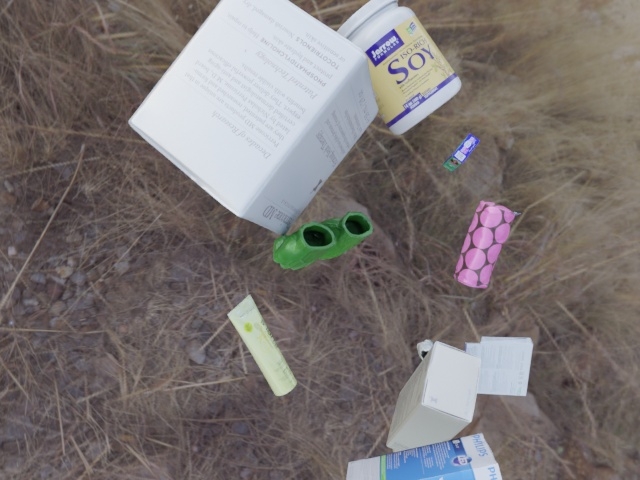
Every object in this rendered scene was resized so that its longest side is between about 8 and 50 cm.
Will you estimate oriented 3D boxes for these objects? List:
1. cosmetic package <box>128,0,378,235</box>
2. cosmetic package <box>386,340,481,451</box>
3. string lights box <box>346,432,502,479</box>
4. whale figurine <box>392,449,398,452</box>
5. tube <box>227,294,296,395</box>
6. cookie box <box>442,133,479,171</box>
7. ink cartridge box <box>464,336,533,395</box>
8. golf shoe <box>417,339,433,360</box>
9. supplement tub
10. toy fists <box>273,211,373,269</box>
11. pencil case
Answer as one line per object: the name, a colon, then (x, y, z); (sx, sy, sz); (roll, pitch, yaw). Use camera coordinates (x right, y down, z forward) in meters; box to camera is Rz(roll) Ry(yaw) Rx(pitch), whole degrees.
cosmetic package: (-0.124, -0.274, 1.180); (0.327, 0.329, 0.394); (38, 92, 12)
cosmetic package: (0.258, 0.386, 1.242); (0.113, 0.310, 0.160); (21, 54, 4)
string lights box: (0.178, 0.423, 0.929); (0.259, 0.133, 0.077); (-15, 89, 7)
whale figurine: (0.322, 0.675, 1.584); (0.141, 0.272, 0.216); (26, 94, -24)
tube: (-0.135, 0.252, 1.248); (0.062, 0.070, 0.240); (-28, 100, -6)
cookie box: (0.423, -0.263, 1.602); (0.040, 0.107, 0.092); (39, 82, 2)
ink cartridge box: (0.603, 0.433, 1.827); (0.223, 0.045, 0.224); (1, 114, 6)
golf shoe: (0.356, 0.393, 1.631); (0.176, 0.069, 0.086); (51, 16, 3)
supplement tub: (0.213, -0.496, 1.499); (0.241, 0.241, 0.331); (-41, 97, -29)
toy fists: (0.000, 0.000, 1.329); (0.279, 0.142, 0.096); (-18, 73, -46)
pencil case: (0.403, 0.014, 1.292); (0.098, 0.095, 0.210); (14, 101, -37)
